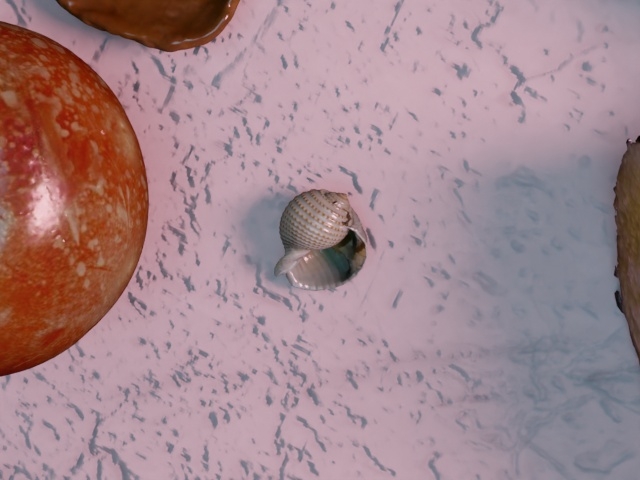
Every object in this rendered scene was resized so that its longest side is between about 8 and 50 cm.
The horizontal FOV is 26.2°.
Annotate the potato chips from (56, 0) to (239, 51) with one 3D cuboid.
[{"bbox_3d":[-0.147,-0.235,1.064,0.201,0.049,0.150,23,99,4],"label":"potato chips"}]

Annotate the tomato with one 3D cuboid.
[{"bbox_3d":[-0.254,-0.032,1.032,0.270,0.222,0.270,3,96,30],"label":"tomato"}]

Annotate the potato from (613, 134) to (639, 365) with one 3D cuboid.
[{"bbox_3d":[0.361,0.043,0.939,0.237,0.289,0.301,-17,80,-5],"label":"potato"}]

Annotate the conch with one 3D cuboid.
[{"bbox_3d":[0.001,-0.003,1.077,0.076,0.057,0.085,31,134,-14],"label":"conch"}]
